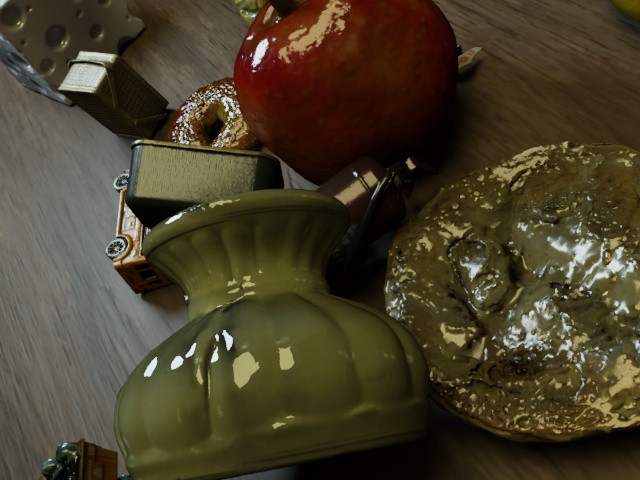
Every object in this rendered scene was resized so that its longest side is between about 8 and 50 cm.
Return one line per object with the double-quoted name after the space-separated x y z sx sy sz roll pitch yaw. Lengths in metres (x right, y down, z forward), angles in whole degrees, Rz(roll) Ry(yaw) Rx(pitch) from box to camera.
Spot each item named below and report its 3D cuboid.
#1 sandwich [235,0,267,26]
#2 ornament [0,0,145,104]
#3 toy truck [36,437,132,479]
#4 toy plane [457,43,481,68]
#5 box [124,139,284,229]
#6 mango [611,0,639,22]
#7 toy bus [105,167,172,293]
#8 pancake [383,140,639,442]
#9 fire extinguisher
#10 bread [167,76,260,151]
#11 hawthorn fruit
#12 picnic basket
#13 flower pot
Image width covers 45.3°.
-0.019 -0.501 1.381 0.254 0.100 0.288 -8 52 24 "sandwich"
-0.561 -0.461 1.570 0.239 0.240 0.240 25 70 40 "ornament"
-0.281 0.310 0.884 0.177 0.115 0.080 -41 41 28 "toy truck"
0.144 -0.277 1.143 0.078 0.053 0.197 -45 41 -21 "toy plane"
-0.155 -0.062 1.039 0.201 0.144 0.090 7 74 2 "box"
0.490 -0.326 0.925 0.331 0.142 0.195 7 55 43 "mango"
-0.259 -0.023 1.152 0.088 0.083 0.195 -13 52 9 "toy bus"
0.245 0.039 0.806 0.386 0.082 0.387 -20 43 20 "pancake"
0.000 0.000 0.943 0.341 0.141 0.105 -35 78 4 "fire extinguisher"
-0.166 -0.190 1.246 0.193 0.064 0.193 -15 53 20 "bread"
0.017 -0.232 0.982 0.287 0.330 0.287 -23 49 29 "hawthorn fruit"
-0.358 -0.251 1.339 0.115 0.164 0.079 12 71 37 "picnic basket"
-0.053 0.099 0.756 0.307 0.307 0.244 -15 74 20 "flower pot"
